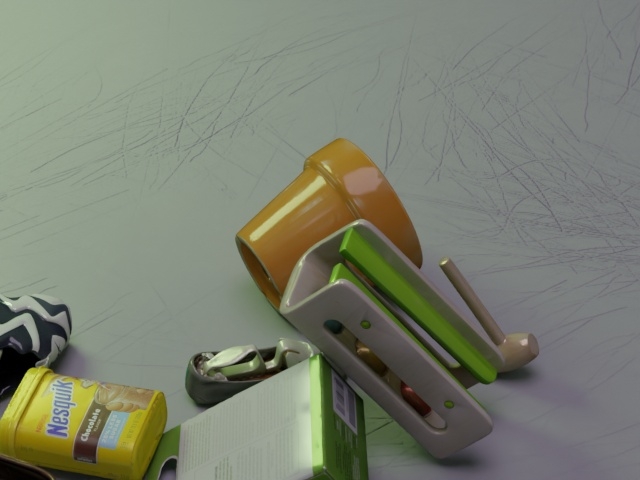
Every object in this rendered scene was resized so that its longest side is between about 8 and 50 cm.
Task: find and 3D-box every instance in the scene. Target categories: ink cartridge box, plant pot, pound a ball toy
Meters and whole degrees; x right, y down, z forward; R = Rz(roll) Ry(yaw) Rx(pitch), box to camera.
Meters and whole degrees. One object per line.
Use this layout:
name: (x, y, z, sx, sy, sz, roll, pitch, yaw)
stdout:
ink cartridge box: (-0.078, 0.270, 1.951, 0.255, 0.097, 0.188, -28, 35, 20)
plant pot: (0.000, 0.000, 2.207, 0.188, 0.205, 0.205, -32, 48, -12)
pound a ball toy: (0.107, 0.115, 2.030, 0.136, 0.319, 0.208, -32, 24, 33)

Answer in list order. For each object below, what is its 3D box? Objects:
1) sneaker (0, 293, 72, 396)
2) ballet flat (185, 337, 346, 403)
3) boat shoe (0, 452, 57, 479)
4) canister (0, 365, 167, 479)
sneaker: (-0.436, 0.130, 2.099, 0.235, 0.094, 0.153, 11, 31, -4)
ballet flat: (-0.063, 0.155, 2.097, 0.213, 0.068, 0.072, -9, 41, -12)
boat shoe: (-0.453, 0.249, 1.886, 0.342, 0.123, 0.123, 20, 41, 4)
canister: (-0.280, 0.220, 2.001, 0.170, 0.073, 0.126, 8, 43, 13)
